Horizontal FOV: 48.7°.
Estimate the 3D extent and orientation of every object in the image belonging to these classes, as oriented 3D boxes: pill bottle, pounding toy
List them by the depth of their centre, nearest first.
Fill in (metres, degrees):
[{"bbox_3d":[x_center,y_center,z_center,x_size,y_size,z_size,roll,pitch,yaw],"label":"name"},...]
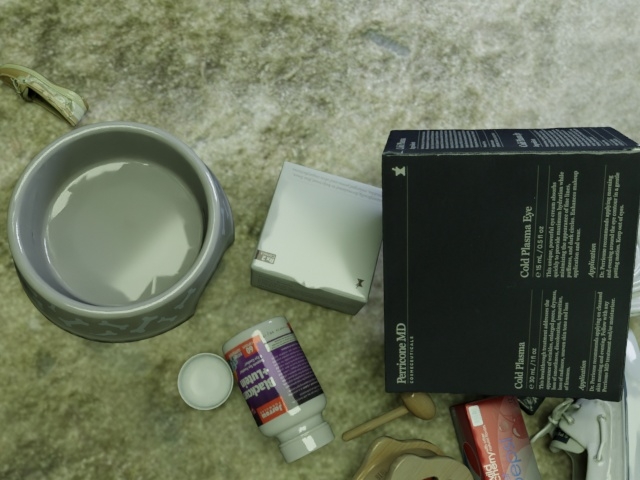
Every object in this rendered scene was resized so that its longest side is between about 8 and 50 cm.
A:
[{"bbox_3d":[-0.057,0.218,1.031,0.108,0.108,0.193,-25,78,-13],"label":"pill bottle"},{"bbox_3d":[0.112,0.356,1.032,0.154,0.155,0.269,36,81,-25],"label":"pounding toy"}]

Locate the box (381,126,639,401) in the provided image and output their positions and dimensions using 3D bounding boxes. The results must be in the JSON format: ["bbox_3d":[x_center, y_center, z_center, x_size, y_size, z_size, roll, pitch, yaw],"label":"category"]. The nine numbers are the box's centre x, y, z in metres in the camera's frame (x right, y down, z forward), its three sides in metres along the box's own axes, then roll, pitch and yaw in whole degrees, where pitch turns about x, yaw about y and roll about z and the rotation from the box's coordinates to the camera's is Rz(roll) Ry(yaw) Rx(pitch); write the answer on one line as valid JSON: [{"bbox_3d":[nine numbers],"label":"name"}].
[{"bbox_3d":[0.245,0.025,0.972,0.312,0.179,0.343,1,108,8],"label":"box"}]

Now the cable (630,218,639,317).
[{"bbox_3d":[0.441,0.011,1.144,0.257,0.089,0.257,-10,68,-14],"label":"cable"}]

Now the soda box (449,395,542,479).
[{"bbox_3d":[0.271,0.363,1.034,0.083,0.092,0.263,-10,75,-9],"label":"soda box"}]

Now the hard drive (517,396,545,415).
[{"bbox_3d":[0.337,0.196,1.127,0.094,0.022,0.135,41,74,6],"label":"hard drive"}]

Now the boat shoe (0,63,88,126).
[{"bbox_3d":[-0.456,-0.236,1.148,0.153,0.056,0.048,27,68,-6],"label":"boat shoe"}]

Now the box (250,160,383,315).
[{"bbox_3d":[0.000,0.000,1.096,0.181,0.119,0.182,17,73,-2],"label":"box"}]

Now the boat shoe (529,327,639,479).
[{"bbox_3d":[0.392,0.293,1.054,0.156,0.136,0.367,4,66,11],"label":"boat shoe"}]

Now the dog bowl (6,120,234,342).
[{"bbox_3d":[-0.306,-0.024,1.078,0.348,0.102,0.349,2,73,-5],"label":"dog bowl"}]

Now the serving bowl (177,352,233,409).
[{"bbox_3d":[-0.170,0.211,1.060,0.083,0.027,0.083,0,80,2],"label":"serving bowl"}]
